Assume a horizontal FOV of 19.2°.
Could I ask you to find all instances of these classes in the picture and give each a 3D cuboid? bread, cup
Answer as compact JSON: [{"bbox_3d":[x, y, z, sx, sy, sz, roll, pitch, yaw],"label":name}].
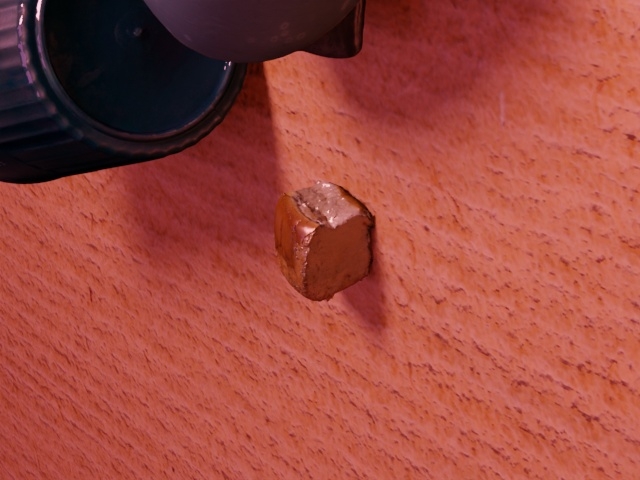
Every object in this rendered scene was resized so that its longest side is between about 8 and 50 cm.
[{"bbox_3d":[-0.002,0.000,1.618,0.070,0.077,0.083,34,136,46],"label":"bread"},{"bbox_3d":[-0.233,-0.207,1.746,0.292,0.242,0.308,1,108,60],"label":"cup"}]

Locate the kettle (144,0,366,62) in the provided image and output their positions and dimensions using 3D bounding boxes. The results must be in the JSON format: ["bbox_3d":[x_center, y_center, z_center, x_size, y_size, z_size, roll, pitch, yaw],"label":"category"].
[{"bbox_3d":[-0.077,-0.285,1.388,0.319,0.247,0.342,39,154,12],"label":"kettle"}]
